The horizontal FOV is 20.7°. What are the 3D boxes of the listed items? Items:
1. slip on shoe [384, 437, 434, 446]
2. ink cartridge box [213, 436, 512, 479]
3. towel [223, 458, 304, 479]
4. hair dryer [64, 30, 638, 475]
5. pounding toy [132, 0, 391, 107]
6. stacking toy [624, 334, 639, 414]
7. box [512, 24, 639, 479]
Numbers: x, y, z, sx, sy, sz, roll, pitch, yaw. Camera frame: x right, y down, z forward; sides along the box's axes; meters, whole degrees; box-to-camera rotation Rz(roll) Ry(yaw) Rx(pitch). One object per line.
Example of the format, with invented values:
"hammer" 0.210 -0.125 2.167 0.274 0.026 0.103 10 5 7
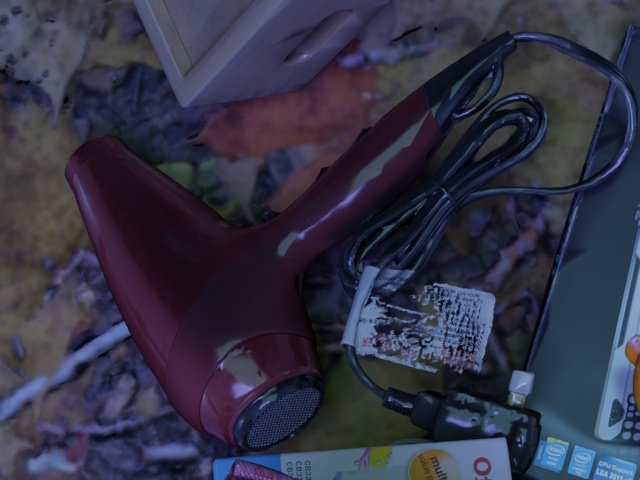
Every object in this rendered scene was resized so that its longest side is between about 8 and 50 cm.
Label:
"slip on shoe" -0.042 0.222 0.808 0.331 0.101 0.123 -46 48 -6
"ink cartridge box" 0.031 0.144 0.745 0.143 0.090 0.092 -5 59 1
"towel" 0.061 0.218 0.709 0.329 0.237 0.037 19 36 -19
"hair dryer" 0.000 0.000 0.874 0.293 0.080 0.224 9 67 20
"pounding toy" -0.060 -0.180 0.923 0.094 0.181 0.206 -13 71 -39
"stacking toy" 0.221 -0.045 0.780 0.175 0.165 0.302 25 89 26
"box" 0.263 0.053 0.855 0.307 0.076 0.243 17 77 8
